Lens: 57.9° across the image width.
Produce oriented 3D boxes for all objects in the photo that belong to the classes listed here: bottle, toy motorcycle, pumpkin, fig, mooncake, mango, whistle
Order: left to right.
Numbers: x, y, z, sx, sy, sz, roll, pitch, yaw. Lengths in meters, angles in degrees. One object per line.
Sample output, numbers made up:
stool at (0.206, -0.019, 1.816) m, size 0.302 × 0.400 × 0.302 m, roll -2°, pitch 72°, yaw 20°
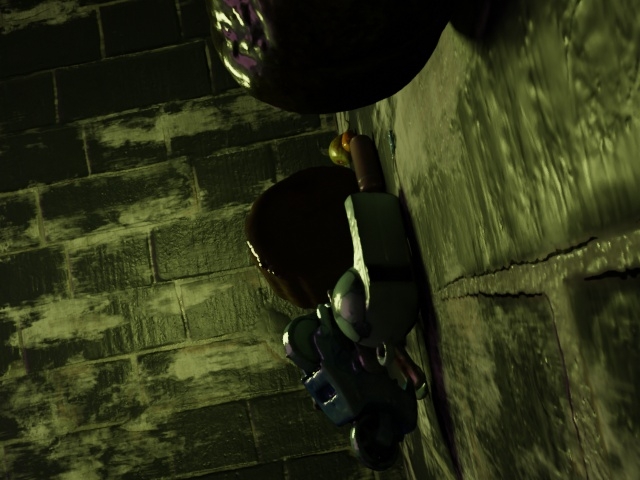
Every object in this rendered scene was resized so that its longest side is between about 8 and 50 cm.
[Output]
pumpkin at (-0.003, -0.236, 0.464) m, size 0.139 × 0.190 × 0.280 m, roll 75°, pitch -175°, yaw -58°
mooncake at (0.000, -0.002, 1.315) m, size 0.187 × 0.324 × 0.323 m, roll 69°, pitch -171°, yaw -54°
fig at (0.066, -0.325, 1.871) m, size 0.093 × 0.093 × 0.166 m, roll 74°, pitch -170°, yaw -76°
mango at (0.087, -0.299, 1.729) m, size 0.089 × 0.046 × 0.060 m, roll -89°, pitch -12°, yaw -63°
toy motorcycle at (0.085, 0.240, 1.082) m, size 0.319 × 0.241 × 0.182 m, roll 54°, pitch 157°, yaw 14°
bottle at (0.099, -0.162, 1.248) m, size 0.053 × 0.053 × 0.140 m, roll 77°, pitch -178°, yaw -60°
whistle at (0.091, 0.075, 1.004) m, size 0.163 × 0.164 × 0.289 m, roll 76°, pitch -175°, yaw -64°

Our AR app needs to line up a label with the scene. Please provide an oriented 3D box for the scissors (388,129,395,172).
scissors at (0.119, -0.144, 0.961) m, size 0.083 × 0.006 × 0.036 m, roll 77°, pitch -176°, yaw -46°
